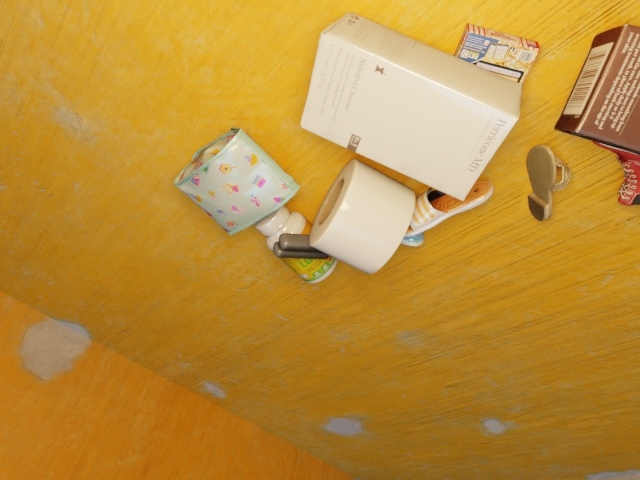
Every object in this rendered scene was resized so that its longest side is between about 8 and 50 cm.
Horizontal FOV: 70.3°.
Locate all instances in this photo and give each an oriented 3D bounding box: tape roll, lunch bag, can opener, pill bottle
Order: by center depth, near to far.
[{"bbox_3d":[0.098,-0.060,1.137,0.169,0.246,0.246,25,135,-12],"label":"tape roll"},{"bbox_3d":[-0.208,-0.161,1.179,0.262,0.160,0.223,-22,125,39],"label":"lunch bag"},{"bbox_3d":[0.000,0.000,1.257,0.283,0.095,0.076,4,143,-33],"label":"can opener"},{"bbox_3d":[-0.070,0.003,1.322,0.136,0.136,0.246,-25,124,33],"label":"pill bottle"}]

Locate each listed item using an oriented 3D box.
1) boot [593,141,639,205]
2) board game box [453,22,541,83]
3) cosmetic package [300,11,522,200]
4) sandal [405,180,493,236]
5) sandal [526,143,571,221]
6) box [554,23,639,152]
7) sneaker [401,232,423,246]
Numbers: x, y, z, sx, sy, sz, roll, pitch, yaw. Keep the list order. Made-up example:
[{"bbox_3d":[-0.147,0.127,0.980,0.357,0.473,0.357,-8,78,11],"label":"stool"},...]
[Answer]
[{"bbox_3d":[0.679,-0.156,1.007,0.244,0.088,0.176,15,138,-6],"label":"boot"},{"bbox_3d":[0.335,-0.329,0.946,0.147,0.045,0.193,15,136,-1],"label":"board game box"},{"bbox_3d":[0.176,-0.270,0.923,0.385,0.156,0.217,25,136,7],"label":"cosmetic package"},{"bbox_3d":[0.298,-0.102,1.157,0.265,0.102,0.076,-27,122,25],"label":"sandal"},{"bbox_3d":[0.545,-0.149,1.071,0.079,0.088,0.240,-28,137,-3],"label":"sandal"},{"bbox_3d":[0.665,-0.236,0.824,0.381,0.143,0.191,19,109,5],"label":"box"},{"bbox_3d":[0.211,-0.032,1.284,0.162,0.063,0.073,4,117,6],"label":"sneaker"}]
